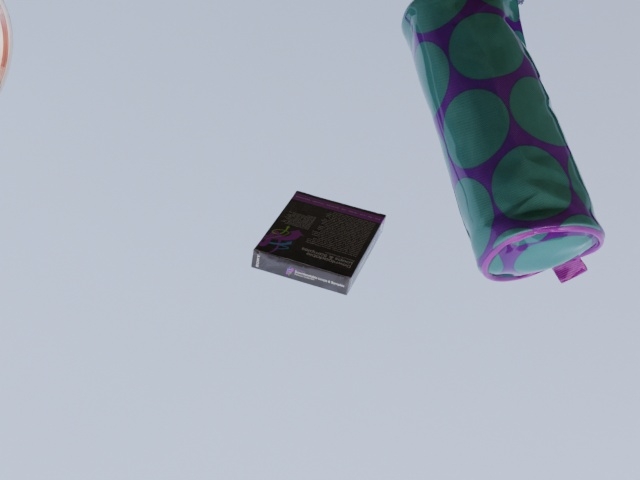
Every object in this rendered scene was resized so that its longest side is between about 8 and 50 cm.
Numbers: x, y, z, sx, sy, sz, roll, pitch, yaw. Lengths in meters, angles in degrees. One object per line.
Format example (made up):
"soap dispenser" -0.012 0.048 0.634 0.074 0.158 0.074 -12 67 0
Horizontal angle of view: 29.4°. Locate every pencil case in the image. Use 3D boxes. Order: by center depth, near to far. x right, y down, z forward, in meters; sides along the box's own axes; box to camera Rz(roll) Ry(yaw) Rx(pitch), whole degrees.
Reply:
"pencil case" 0.089 -0.055 0.605 0.064 0.070 0.151 -24 -116 21

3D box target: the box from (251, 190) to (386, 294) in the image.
"box" 0.000 0.000 1.407 0.116 0.029 0.162 16 -151 11

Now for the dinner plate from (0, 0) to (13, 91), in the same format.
"dinner plate" -0.272 -0.125 0.822 0.141 0.141 0.017 -31 -135 -34
